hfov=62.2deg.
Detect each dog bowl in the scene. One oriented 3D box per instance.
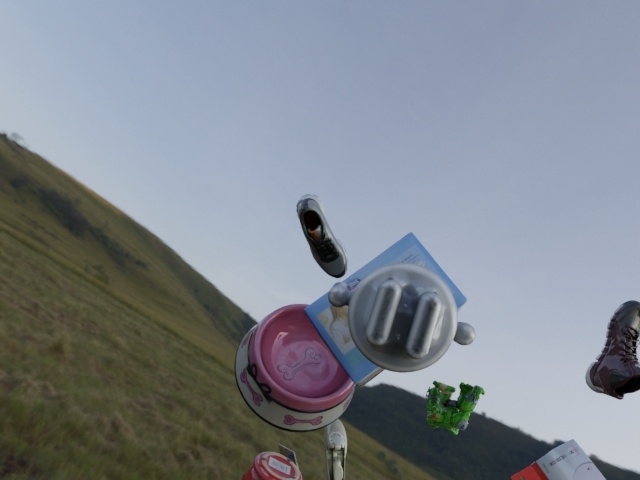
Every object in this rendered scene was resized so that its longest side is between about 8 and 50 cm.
[{"bbox_3d":[-0.058,0.379,1.680,0.407,0.408,0.150,30,-42,4],"label":"dog bowl"}]

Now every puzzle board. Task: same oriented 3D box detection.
[{"bbox_3d":[-0.105,0.754,1.810,0.128,0.011,0.097,-16,-94,61],"label":"puzzle board"}]

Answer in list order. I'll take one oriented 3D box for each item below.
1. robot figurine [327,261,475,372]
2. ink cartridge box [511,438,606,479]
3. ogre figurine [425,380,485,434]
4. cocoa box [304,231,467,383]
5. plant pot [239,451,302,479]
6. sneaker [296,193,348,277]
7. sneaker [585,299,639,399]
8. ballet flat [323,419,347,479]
[{"bbox_3d":[0.159,0.146,1.055,0.299,0.200,0.353,21,-2,7],"label":"robot figurine"},{"bbox_3d":[0.736,0.742,1.610,0.066,0.232,0.189,89,-24,-48],"label":"ink cartridge box"},{"bbox_3d":[0.343,0.437,1.394,0.197,0.118,0.097,-6,-39,43],"label":"ogre figurine"},{"bbox_3d":[0.167,0.187,1.390,0.231,0.347,0.228,53,-5,17],"label":"cocoa box"},{"bbox_3d":[-0.162,0.778,1.656,0.191,0.174,0.191,26,8,-4],"label":"plant pot"},{"bbox_3d":[-0.001,0.000,1.575,0.108,0.100,0.272,-82,147,-70],"label":"sneaker"},{"bbox_3d":[0.846,0.306,1.435,0.106,0.282,0.162,23,1,-7],"label":"sneaker"},{"bbox_3d":[0.054,0.728,1.797,0.086,0.249,0.086,0,-24,0],"label":"ballet flat"}]
